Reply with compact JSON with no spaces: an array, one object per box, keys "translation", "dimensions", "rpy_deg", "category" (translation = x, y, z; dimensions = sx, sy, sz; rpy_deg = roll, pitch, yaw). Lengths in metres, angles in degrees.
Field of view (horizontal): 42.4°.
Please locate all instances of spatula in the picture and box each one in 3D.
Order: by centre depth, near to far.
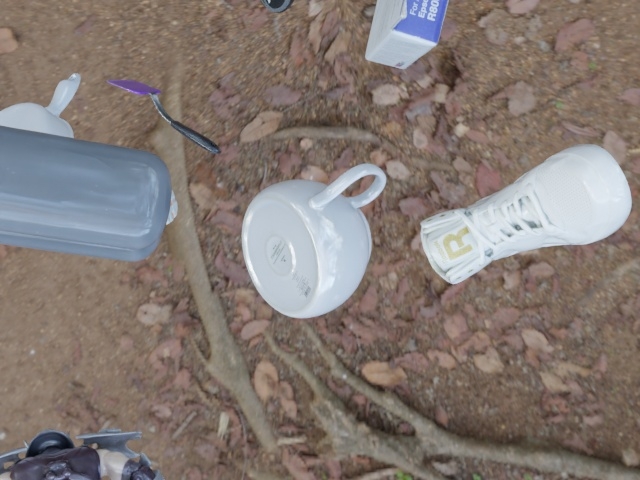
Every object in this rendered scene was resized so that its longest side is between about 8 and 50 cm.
[{"translation":[-0.313,-0.261,1.694],"dimensions":[0.296,0.084,0.030],"rpy_deg":[39,118,17],"category":"spatula"}]

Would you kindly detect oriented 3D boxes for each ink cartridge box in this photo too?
[{"translation":[0.133,-0.380,0.956],"dimensions":[0.071,0.330,0.324],"rpy_deg":[12,95,-6],"category":"ink cartridge box"}]

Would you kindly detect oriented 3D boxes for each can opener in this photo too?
[{"translation":[-0.203,-0.049,0.355],"dimensions":[0.280,0.074,0.093],"rpy_deg":[13,78,-12],"category":"can opener"}]

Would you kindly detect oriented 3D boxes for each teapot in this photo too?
[{"translation":[0.000,0.000,1.419],"dimensions":[0.187,0.256,0.253],"rpy_deg":[-18,103,-38],"category":"teapot"}]

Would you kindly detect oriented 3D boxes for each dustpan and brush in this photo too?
[{"translation":[-0.322,-0.124,0.925],"dimensions":[0.147,0.211,0.060],"rpy_deg":[-2,147,24],"category":"dustpan and brush"}]

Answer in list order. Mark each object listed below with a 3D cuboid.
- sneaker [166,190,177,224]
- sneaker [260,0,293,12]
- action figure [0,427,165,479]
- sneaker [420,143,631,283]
[{"translation":[-0.307,-0.026,1.267],"dimensions":[0.083,0.215,0.084],"rpy_deg":[-5,105,26],"category":"sneaker"},{"translation":[-0.059,-0.298,0.900],"dimensions":[0.067,0.188,0.078],"rpy_deg":[20,81,2],"category":"sneaker"},{"translation":[-0.209,0.257,0.691],"dimensions":[0.185,0.285,0.099],"rpy_deg":[-18,127,-19],"category":"action figure"},{"translation":[0.209,-0.012,0.923],"dimensions":[0.169,0.292,0.108],"rpy_deg":[-25,85,-13],"category":"sneaker"}]
